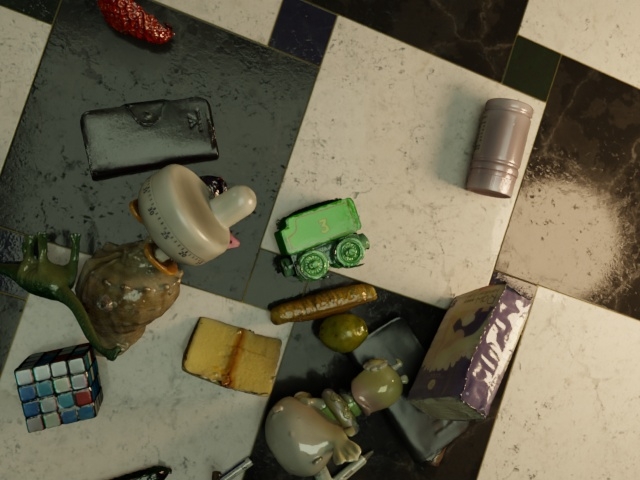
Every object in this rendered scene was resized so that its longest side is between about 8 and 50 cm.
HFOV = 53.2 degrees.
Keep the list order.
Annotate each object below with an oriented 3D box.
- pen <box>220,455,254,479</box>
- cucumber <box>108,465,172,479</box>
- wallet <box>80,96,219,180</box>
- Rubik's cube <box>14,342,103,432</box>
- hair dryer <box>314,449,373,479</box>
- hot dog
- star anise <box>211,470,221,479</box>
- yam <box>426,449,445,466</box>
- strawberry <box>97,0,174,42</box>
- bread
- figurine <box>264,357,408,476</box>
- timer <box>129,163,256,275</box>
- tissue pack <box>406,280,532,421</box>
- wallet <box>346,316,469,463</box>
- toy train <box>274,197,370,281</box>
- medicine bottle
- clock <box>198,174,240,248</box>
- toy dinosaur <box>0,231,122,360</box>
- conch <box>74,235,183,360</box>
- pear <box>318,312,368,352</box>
[{"bbox_3d":[-0.263,0.627,1.652,0.204,0.025,0.025,-33,98,-9],"label":"pen"},{"bbox_3d":[-0.513,0.621,1.578,0.293,0.067,0.068,-15,95,-12],"label":"cucumber"},{"bbox_3d":[-0.419,-0.258,1.580,0.317,0.045,0.173,-11,96,-13],"label":"wallet"},{"bbox_3d":[-0.609,0.340,1.501,0.155,0.154,0.151,-10,94,-11],"label":"Rubik's cube"},{"bbox_3d":[0.083,0.637,1.721,0.183,0.044,0.155,-23,99,-14],"label":"hair dryer"},{"bbox_3d":[0.007,0.165,1.672,0.288,0.083,0.068,-11,75,-12],"label":"hot dog"},{"bbox_3d":[-0.222,0.761,1.626,0.292,0.109,0.349,-48,111,-14],"label":"star anise"},{"bbox_3d":[0.349,0.498,1.770,0.046,0.046,0.264,20,88,-12],"label":"yam"},{"bbox_3d":[-0.449,-0.527,1.527,0.188,0.121,0.082,35,90,-14],"label":"strawberry"},{"bbox_3d":[-0.211,0.290,1.575,0.240,0.178,0.136,20,89,-10],"label":"bread"},{"bbox_3d":[0.061,0.442,1.592,0.394,0.274,0.227,-32,118,-10],"label":"figurine"},{"bbox_3d":[-0.279,-0.065,1.418,0.240,0.233,0.234,-30,98,13],"label":"timer"},{"bbox_3d":[0.379,0.281,1.626,0.125,0.242,0.344,35,65,-10],"label":"tissue pack"},{"bbox_3d":[0.241,0.398,1.719,0.197,0.051,0.378,-31,90,-9],"label":"wallet"},{"bbox_3d":[0.000,0.000,1.639,0.243,0.132,0.188,-20,91,-13],"label":"toy train"},{"bbox_3d":[0.485,-0.248,1.731,0.133,0.133,0.250,14,87,-12],"label":"medicine bottle"},{"bbox_3d":[-0.311,-0.056,1.583,0.193,0.100,0.196,-12,93,-10],"label":"clock"},{"bbox_3d":[-0.612,0.135,1.423,0.446,0.087,0.301,-11,78,25],"label":"toy dinosaur"},{"bbox_3d":[-0.478,0.119,1.495,0.263,0.186,0.324,34,89,33],"label":"conch"},{"bbox_3d":[0.057,0.241,1.664,0.131,0.107,0.107,-13,95,9],"label":"pear"}]
